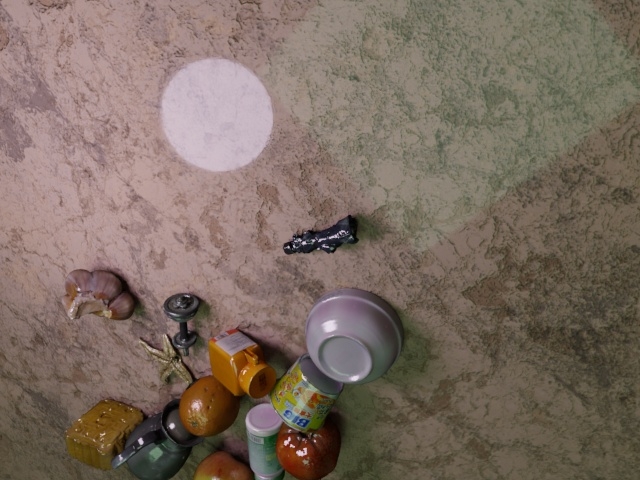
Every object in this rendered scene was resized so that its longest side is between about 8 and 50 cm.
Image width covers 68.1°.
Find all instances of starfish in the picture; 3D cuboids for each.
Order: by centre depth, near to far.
[{"bbox_3d":[-0.536,0.437,1.653,0.138,0.050,0.247,-16,105,25],"label":"starfish"}]

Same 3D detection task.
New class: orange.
[{"bbox_3d":[-0.366,0.545,1.561,0.206,0.206,0.206,7,115,15],"label":"orange"}]

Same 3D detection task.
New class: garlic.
[{"bbox_3d":[-0.715,0.172,1.533,0.191,0.214,0.160,24,109,56],"label":"garlic"}]

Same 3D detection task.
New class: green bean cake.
[{"bbox_3d":[-0.796,0.714,1.765,0.229,0.224,0.131,12,117,16],"label":"green bean cake"}]

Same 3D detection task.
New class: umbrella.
[{"bbox_3d":[0.001,0.003,1.276,0.224,0.080,0.071,-16,142,27],"label":"umbrella"}]

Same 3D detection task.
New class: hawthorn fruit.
[{"bbox_3d":[-0.031,0.671,1.509,0.210,0.210,0.262,1,127,18],"label":"hawthorn fruit"}]

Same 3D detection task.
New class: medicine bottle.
[{"bbox_3d":[-0.239,0.383,1.444,0.222,0.112,0.149,22,121,44],"label":"medicine bottle"},{"bbox_3d":[-0.179,0.700,1.607,0.133,0.133,0.274,7,114,15],"label":"medicine bottle"}]

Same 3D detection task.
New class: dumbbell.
[{"bbox_3d":[-0.441,0.276,1.524,0.110,0.110,0.254,13,123,12],"label":"dumbbell"}]

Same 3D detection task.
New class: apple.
[{"bbox_3d":[-0.340,0.873,1.681,0.261,0.194,0.261,24,137,24],"label":"apple"}]

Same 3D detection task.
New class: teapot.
[{"bbox_3d":[-0.556,0.675,1.653,0.305,0.223,0.285,27,117,-37],"label":"teapot"}]

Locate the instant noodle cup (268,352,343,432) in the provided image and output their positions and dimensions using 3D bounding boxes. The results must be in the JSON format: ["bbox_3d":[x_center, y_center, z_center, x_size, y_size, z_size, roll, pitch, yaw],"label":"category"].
[{"bbox_3d":[-0.032,0.445,1.420,0.205,0.205,0.153,36,109,0],"label":"instant noodle cup"}]

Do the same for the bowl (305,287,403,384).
[{"bbox_3d":[0.082,0.291,1.332,0.287,0.144,0.287,7,115,16],"label":"bowl"}]
